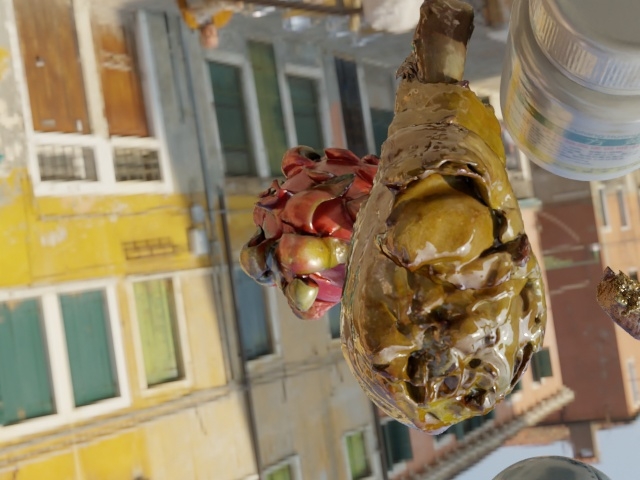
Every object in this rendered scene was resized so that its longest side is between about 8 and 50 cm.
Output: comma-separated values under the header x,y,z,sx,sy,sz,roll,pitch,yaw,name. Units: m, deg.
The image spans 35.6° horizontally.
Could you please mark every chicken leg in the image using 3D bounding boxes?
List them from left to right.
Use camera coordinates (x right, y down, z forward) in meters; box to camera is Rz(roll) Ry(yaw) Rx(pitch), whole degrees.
x,y,z,sx,sy,sz,roll,pitch,yaw,name
0.108,-0.050,0.858,0.182,0.409,0.295,3,159,12,chicken leg

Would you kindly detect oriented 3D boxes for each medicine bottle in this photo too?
x,y,z,sx,sy,sz,roll,pitch,yaw,name
0.293,-0.200,1.005,0.208,0.208,0.339,-8,168,5,medicine bottle

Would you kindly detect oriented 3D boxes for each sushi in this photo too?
x,y,z,sx,sy,sz,roll,pitch,yaw,name
0.367,0.074,1.160,0.118,0.061,0.060,32,135,-19,sushi

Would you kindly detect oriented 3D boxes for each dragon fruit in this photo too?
x,y,z,sx,sy,sz,roll,pitch,yaw,name
0.008,-0.016,1.332,0.228,0.243,0.307,26,172,11,dragon fruit

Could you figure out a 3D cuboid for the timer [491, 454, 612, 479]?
x,y,z,sx,sy,sz,roll,pitch,yaw,name
0.247,0.312,0.928,0.175,0.255,0.175,-39,-164,14,timer
